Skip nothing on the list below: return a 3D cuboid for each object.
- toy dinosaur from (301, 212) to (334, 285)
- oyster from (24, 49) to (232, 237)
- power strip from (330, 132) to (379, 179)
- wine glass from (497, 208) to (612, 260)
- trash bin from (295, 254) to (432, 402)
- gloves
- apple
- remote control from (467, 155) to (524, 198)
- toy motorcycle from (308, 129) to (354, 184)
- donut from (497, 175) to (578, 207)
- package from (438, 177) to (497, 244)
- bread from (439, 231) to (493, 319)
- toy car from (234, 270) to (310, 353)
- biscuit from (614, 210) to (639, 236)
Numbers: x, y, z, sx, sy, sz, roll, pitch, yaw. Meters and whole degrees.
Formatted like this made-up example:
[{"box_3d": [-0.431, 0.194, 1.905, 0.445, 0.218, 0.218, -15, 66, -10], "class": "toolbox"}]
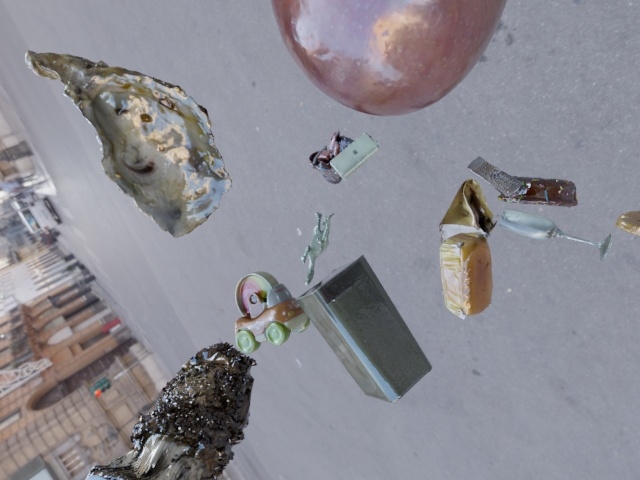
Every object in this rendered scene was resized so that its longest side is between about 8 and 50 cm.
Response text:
[{"box_3d": [0.000, 0.000, 1.165, 0.052, 0.242, 0.168, 10, 113, 9], "class": "toy dinosaur"}, {"box_3d": [-0.287, -0.185, 0.747, 0.396, 0.204, 0.111, 61, -179, -38], "class": "oyster"}, {"box_3d": [0.059, -0.145, 0.725, 0.040, 0.090, 0.016, 52, -175, 17], "class": "power strip"}, {"box_3d": [0.586, -0.025, 1.078, 0.262, 0.074, 0.074, 20, 137, 25], "class": "wine glass"}, {"box_3d": [0.078, 0.171, 0.808, 0.241, 0.122, 0.164, 56, 159, 1], "class": "trash bin"}, {"box_3d": [-0.208, 0.294, 0.664, 0.210, 0.312, 0.135, -27, 105, 39], "class": "gloves"}, {"box_3d": [0.083, -0.304, 0.488, 0.306, 0.305, 0.235, 64, 167, -13], "class": "apple"}, {"box_3d": [0.517, -0.191, 1.257, 0.028, 0.059, 0.212, 43, -168, -37], "class": "remote control"}, {"box_3d": [0.031, -0.236, 1.198, 0.118, 0.084, 0.212, 36, 154, -1], "class": "toy motorcycle"}, {"box_3d": [0.692, -0.157, 1.346, 0.235, 0.234, 0.090, 15, 106, 49], "class": "donut"}, {"box_3d": [0.569, -0.058, 1.576, 0.164, 0.221, 0.311, 28, 172, 23], "class": "package"}, {"box_3d": [0.436, 0.102, 1.248, 0.107, 0.136, 0.241, 22, 126, 58], "class": "bread"}, {"box_3d": [-0.161, 0.194, 1.231, 0.234, 0.145, 0.235, 5, 99, 29], "class": "toy car"}, {"box_3d": [0.951, -0.035, 1.209, 0.212, 0.238, 0.041, 18, 116, 19], "class": "biscuit"}]
